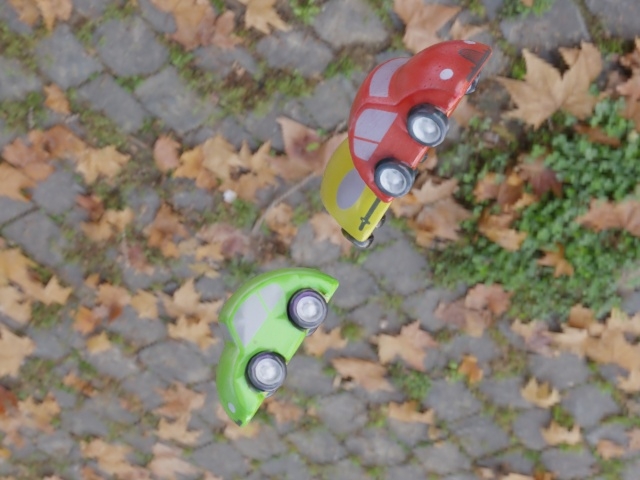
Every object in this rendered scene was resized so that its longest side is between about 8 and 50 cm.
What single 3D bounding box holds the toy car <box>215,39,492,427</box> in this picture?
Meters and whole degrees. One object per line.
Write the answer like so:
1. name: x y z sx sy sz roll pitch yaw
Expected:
1. toy car: 0.000 0.000 0.640 0.053 0.225 0.239 33 168 2
